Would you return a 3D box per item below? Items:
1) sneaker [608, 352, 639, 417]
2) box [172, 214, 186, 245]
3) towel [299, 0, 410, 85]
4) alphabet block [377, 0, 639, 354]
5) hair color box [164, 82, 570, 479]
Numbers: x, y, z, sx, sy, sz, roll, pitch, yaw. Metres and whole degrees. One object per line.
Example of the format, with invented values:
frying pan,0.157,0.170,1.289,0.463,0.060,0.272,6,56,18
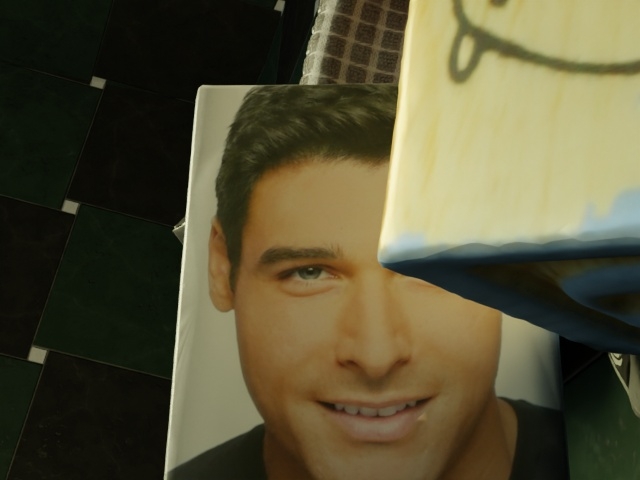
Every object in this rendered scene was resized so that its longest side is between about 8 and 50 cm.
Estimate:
sneaker,0.201,-0.001,0.613,0.132,0.086,0.228,169,110,-81
box,0.000,0.000,1.030,0.060,0.216,0.270,-27,17,33
towel,0.101,-0.109,0.758,0.121,0.235,0.283,89,-168,-64
alphabet block,0.160,-0.067,0.431,0.192,0.193,0.197,-6,71,42
hair color box,0.023,0.104,0.540,0.113,0.186,0.374,82,-172,-63
